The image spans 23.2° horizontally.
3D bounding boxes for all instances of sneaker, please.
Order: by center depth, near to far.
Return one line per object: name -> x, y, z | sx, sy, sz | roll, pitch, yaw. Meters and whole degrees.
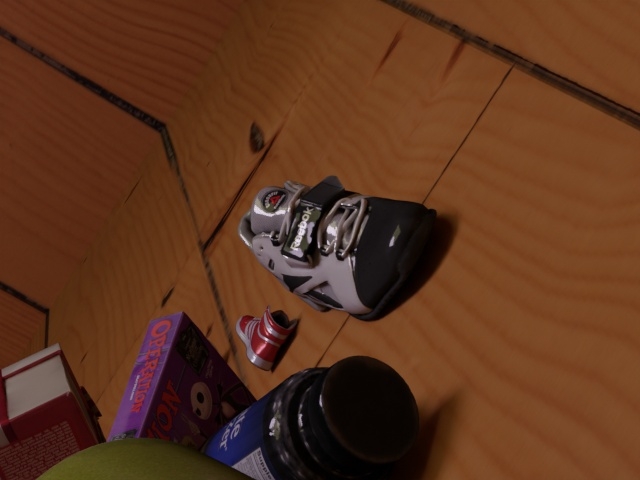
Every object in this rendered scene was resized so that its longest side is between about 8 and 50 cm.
sneaker -> 0.000, 0.000, 1.602 | 0.122, 0.146, 0.330 | -62, 17, -17
sneaker -> -0.062, 0.098, 1.798 | 0.067, 0.042, 0.118 | -60, 22, 13

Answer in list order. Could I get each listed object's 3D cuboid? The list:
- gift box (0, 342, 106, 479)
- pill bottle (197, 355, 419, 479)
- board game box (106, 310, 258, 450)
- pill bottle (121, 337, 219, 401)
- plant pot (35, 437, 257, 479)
gift box -> -0.371, 0.310, 1.915 | 0.255, 0.276, 0.258 | -20, 15, -9
pill bottle -> -0.013, 0.181, 1.327 | 0.219, 0.123, 0.123 | -41, 23, 48
board game box -> -0.125, 0.257, 1.391 | 0.056, 0.208, 0.347 | -20, 36, 30
pill bottle -> -0.187, 0.180, 1.970 | 0.137, 0.078, 0.078 | -48, 18, 36
plant pot -> -0.064, 0.289, 1.089 | 0.293, 0.275, 0.275 | -1, 58, 55
